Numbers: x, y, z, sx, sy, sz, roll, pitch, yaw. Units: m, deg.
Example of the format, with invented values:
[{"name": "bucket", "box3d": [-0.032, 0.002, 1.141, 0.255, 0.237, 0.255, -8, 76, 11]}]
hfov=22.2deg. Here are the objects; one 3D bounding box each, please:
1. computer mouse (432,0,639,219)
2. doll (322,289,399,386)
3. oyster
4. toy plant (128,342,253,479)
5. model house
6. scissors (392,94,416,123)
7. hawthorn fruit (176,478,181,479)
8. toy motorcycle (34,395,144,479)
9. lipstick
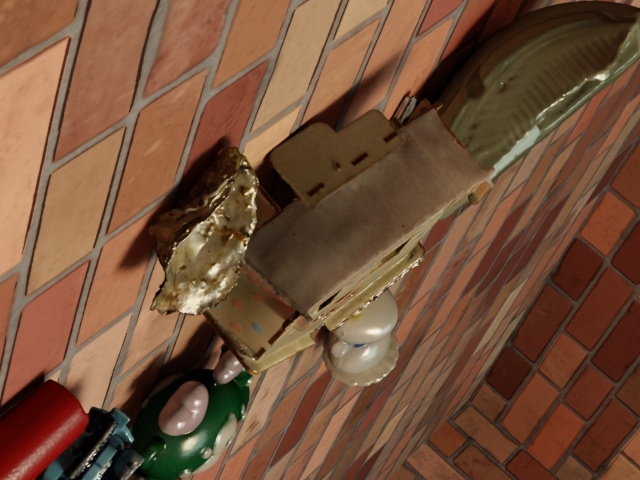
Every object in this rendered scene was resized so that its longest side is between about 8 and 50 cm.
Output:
[{"name": "computer mouse", "box3d": [0.224, -0.171, 2.021, 0.429, 0.145, 0.228, -40, 179, 0]}, {"name": "doll", "box3d": [0.057, 0.126, 2.372, 0.138, 0.119, 0.293, -62, 166, -20]}, {"name": "oyster", "box3d": [-0.111, -0.007, 1.553, 0.105, 0.056, 0.177, -2, 118, -40]}, {"name": "toy plant", "box3d": [-0.156, 0.215, 1.932, 0.243, 0.112, 0.232, -44, 168, -43]}, {"name": "model house", "box3d": [0.000, 0.000, 1.776, 0.326, 0.169, 0.244, -36, 169, -29]}, {"name": "scissors", "box3d": [0.044, -0.044, 2.030, 0.191, 0.029, 0.360, -31, 158, -48]}, {"name": "hawthorn fruit", "box3d": [-0.213, 0.305, 2.060, 0.093, 0.093, 0.093, -45, 166, -15]}, {"name": "toy motorcycle", "box3d": [-0.293, 0.288, 1.671, 0.272, 0.123, 0.182, -51, -177, -18]}, {"name": "lipstick", "box3d": [-0.337, 0.243, 1.534, 0.279, 0.073, 0.073, -42, 165, -29]}]
